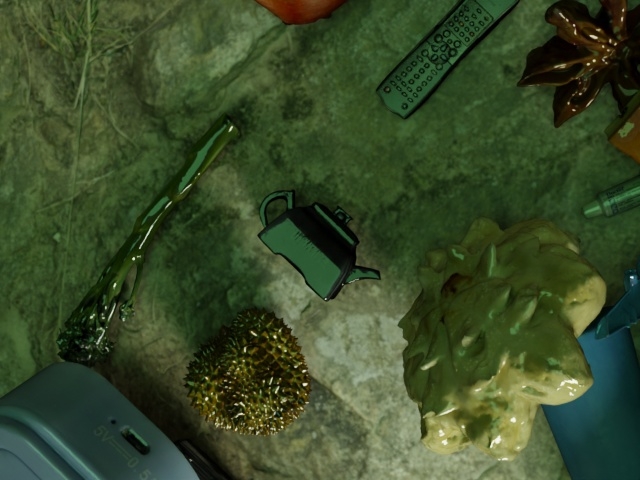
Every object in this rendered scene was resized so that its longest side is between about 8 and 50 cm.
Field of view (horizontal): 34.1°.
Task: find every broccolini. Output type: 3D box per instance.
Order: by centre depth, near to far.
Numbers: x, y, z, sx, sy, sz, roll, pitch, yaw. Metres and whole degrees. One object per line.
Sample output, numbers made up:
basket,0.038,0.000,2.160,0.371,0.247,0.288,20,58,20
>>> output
broccolini,-0.215,0.009,1.368,0.392,0.074,0.079,-51,41,9

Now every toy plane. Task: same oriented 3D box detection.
toy plane,0.410,0.078,1.188,0.254,0.105,0.271,16,72,-30

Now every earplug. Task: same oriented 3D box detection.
earplug,0.335,0.227,1.227,0.132,0.132,0.273,-19,93,12

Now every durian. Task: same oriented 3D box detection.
durian,-0.091,0.172,1.314,0.158,0.137,0.168,-21,102,32

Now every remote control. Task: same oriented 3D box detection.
remote control,0.157,-0.240,1.288,0.059,0.028,0.212,45,101,3

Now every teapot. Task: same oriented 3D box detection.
teapot,0.000,0.000,1.305,0.177,0.087,0.096,43,96,7

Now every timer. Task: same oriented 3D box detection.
timer,-0.285,0.366,1.302,0.395,0.173,0.395,13,118,25

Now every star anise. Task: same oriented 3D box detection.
star anise,0.328,-0.219,1.211,0.212,0.111,0.196,-11,112,-17

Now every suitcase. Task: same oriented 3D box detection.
suitcase,-0.156,0.312,1.353,0.126,0.086,0.059,42,85,7

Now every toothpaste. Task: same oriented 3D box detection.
toothpaste,0.406,-0.070,1.243,0.197,0.029,0.048,-23,93,9

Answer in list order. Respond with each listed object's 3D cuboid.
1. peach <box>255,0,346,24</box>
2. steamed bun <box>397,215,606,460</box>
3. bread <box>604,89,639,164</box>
peach,-0.008,-0.425,1.249,0.281,0.281,0.338,23,132,10
steamed bun,0.178,0.099,1.164,0.137,0.292,0.295,32,97,-28
bread,0.440,-0.090,1.195,0.226,0.049,0.088,34,109,-10
